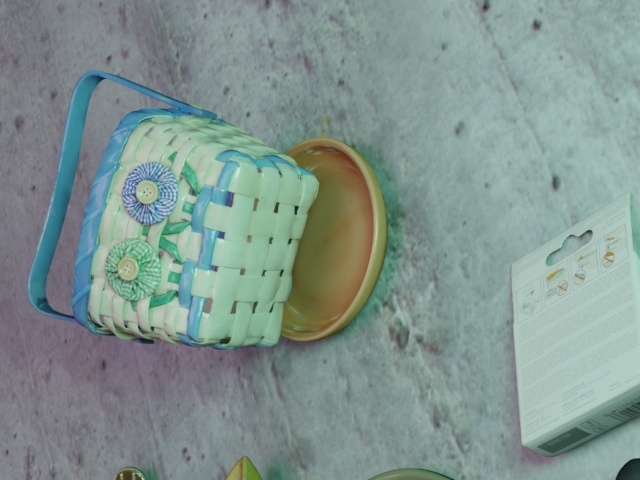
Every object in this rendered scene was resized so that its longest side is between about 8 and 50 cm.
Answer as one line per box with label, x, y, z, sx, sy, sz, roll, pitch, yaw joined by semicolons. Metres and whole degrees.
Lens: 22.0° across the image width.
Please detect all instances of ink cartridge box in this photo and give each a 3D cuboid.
ink cartridge box;0.220;0.070;1.341;0.145;0.045;0.179;-36;39;41

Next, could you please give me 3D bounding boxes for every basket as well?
basket;-0.161;-0.023;1.608;0.289;0.201;0.255;16;96;40

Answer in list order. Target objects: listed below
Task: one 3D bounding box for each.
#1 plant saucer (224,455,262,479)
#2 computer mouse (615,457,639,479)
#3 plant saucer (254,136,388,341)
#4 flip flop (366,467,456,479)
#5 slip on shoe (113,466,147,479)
plant saucer;-0.115;0.426;1.545;0.333;0.081;0.333;-59;15;25
computer mouse;0.299;0.232;1.202;0.242;0.041;0.071;32;107;47
plant saucer;0.000;0.000;1.601;0.200;0.037;0.200;-13;73;48
flip flop;0.100;0.261;1.399;0.277;0.080;0.112;8;90;50
slip on shoe;-0.206;0.314;1.785;0.041;0.051;0.135;105;161;-86
